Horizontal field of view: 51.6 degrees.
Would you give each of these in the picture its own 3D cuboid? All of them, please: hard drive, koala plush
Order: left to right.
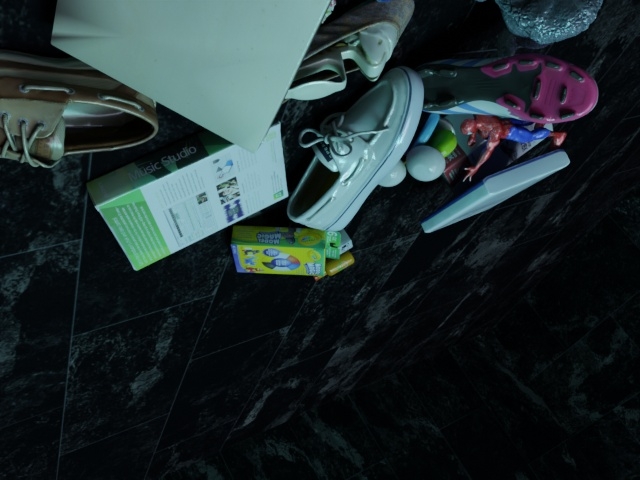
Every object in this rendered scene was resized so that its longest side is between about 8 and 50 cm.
[{"bbox_3d":[0.379,-0.104,1.487,0.210,0.040,0.319,-21,173,-19],"label":"hard drive"},{"bbox_3d":[0.373,-0.400,1.139,0.196,0.203,0.221,-34,167,3],"label":"koala plush"}]

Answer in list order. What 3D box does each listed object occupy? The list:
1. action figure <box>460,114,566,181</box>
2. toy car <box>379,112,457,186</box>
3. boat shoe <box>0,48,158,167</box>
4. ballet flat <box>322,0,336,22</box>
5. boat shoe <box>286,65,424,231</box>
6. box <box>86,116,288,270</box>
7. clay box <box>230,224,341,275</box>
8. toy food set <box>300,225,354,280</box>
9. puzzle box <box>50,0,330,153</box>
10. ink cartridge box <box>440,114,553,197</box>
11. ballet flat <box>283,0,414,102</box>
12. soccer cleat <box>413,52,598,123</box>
[{"bbox_3d":[0.359,-0.196,1.331,0.281,0.091,0.139,-1,138,-40],"label":"action figure"},{"bbox_3d":[0.170,-0.199,1.291,0.182,0.159,0.136,-6,128,32],"label":"toy car"},{"bbox_3d":[-0.346,-0.151,0.794,0.325,0.116,0.123,-17,151,-31],"label":"boat shoe"},{"bbox_3d":[-0.097,-0.261,0.792,0.241,0.077,0.091,-2,134,28],"label":"ballet flat"},{"bbox_3d":[0.037,-0.169,1.216,0.157,0.135,0.367,6,134,-36],"label":"boat shoe"},{"bbox_3d":[-0.213,-0.087,1.147,0.322,0.058,0.232,-28,155,-14],"label":"box"},{"bbox_3d":[-0.070,0.024,1.392,0.222,0.053,0.127,3,151,2],"label":"clay box"},{"bbox_3d":[0.000,0.000,1.487,0.105,0.111,0.232,-31,158,-5],"label":"toy food set"},{"bbox_3d":[-0.106,-0.304,0.661,0.409,0.272,0.052,-56,-173,41],"label":"puzzle box"},{"bbox_3d":[0.377,-0.240,1.494,0.273,0.114,0.197,-38,154,8],"label":"ink cartridge box"},{"bbox_3d":[0.032,-0.281,1.019,0.316,0.106,0.107,-27,155,-14],"label":"ballet flat"},{"bbox_3d":[0.321,-0.279,1.185,0.143,0.332,0.115,-35,130,-61],"label":"soccer cleat"}]
